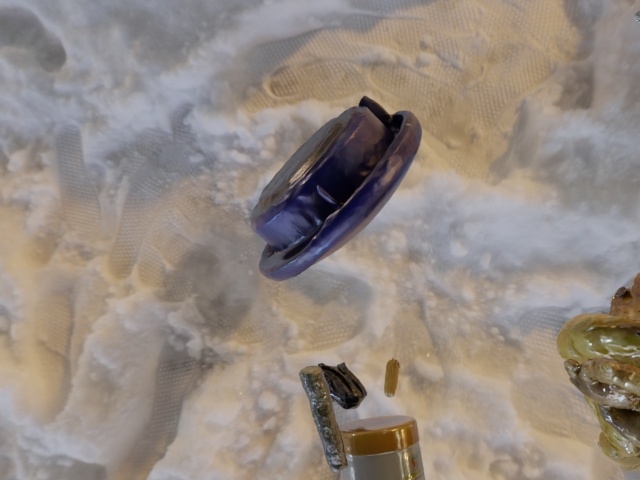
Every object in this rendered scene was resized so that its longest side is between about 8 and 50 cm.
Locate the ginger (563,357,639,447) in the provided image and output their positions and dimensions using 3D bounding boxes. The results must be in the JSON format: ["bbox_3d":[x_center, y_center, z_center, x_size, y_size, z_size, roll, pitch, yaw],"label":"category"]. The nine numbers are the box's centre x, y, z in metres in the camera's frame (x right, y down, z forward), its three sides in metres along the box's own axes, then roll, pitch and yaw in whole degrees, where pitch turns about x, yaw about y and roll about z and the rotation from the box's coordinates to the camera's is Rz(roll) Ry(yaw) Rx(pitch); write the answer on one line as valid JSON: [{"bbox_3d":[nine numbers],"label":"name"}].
[{"bbox_3d":[0.354,0.187,0.658,0.052,0.193,0.176,-44,49,-19],"label":"ginger"}]

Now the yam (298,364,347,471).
[{"bbox_3d":[0.010,0.429,1.449,0.061,0.061,0.274,-13,101,10],"label":"yam"}]

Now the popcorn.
[{"bbox_3d":[0.504,0.187,0.816,0.297,0.281,0.316,-25,86,16],"label":"popcorn"}]

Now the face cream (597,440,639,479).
[{"bbox_3d":[0.946,0.634,1.607,0.219,0.312,0.357,-42,56,15],"label":"face cream"}]

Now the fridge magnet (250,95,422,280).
[{"bbox_3d":[0.012,-0.063,0.735,0.112,0.265,0.265,42,94,-12],"label":"fridge magnet"}]

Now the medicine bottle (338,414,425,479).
[{"bbox_3d":[0.171,0.629,1.698,0.237,0.238,0.232,-10,83,11],"label":"medicine bottle"}]

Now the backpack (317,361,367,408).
[{"bbox_3d":[0.061,0.453,1.863,0.165,0.119,0.106,43,115,47],"label":"backpack"}]

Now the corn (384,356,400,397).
[{"bbox_3d":[0.138,0.263,1.168,0.028,0.027,0.083,-21,38,32],"label":"corn"}]

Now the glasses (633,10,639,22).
[{"bbox_3d":[0.403,-0.295,0.564,0.220,0.190,0.088,-33,47,-13],"label":"glasses"}]
